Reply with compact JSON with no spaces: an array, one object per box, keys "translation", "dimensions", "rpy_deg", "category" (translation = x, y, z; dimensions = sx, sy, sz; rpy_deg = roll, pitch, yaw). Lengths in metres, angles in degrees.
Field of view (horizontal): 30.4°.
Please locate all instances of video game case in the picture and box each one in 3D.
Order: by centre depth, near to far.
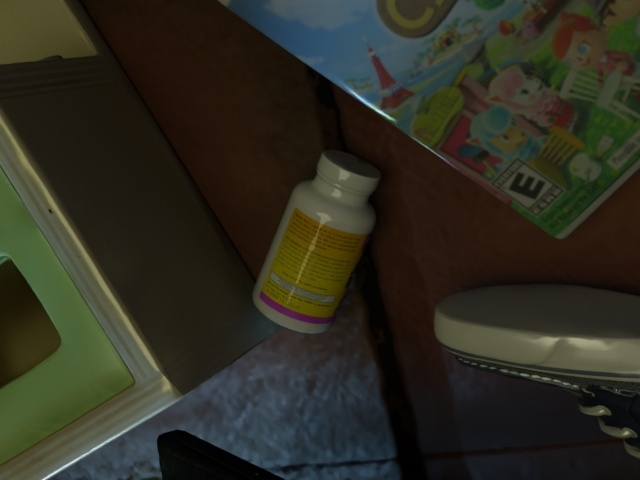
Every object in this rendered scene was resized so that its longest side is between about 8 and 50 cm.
[{"translation":[0.091,-0.121,0.463],"dimensions":[0.193,0.023,0.212],"rpy_deg":[34,125,-11],"category":"video game case"}]

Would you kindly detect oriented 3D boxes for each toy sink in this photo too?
[{"translation":[-0.159,-0.005,0.579],"dimensions":[0.153,0.131,0.234],"rpy_deg":[-31,89,23],"category":"toy sink"}]

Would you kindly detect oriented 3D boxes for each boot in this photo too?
[{"translation":[0.142,0.072,0.517],"dimensions":[0.190,0.069,0.086],"rpy_deg":[6,109,18],"category":"boot"}]

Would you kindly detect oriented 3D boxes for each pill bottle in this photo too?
[{"translation":[0.000,0.000,0.567],"dimensions":[0.043,0.043,0.083],"rpy_deg":[27,110,13],"category":"pill bottle"}]

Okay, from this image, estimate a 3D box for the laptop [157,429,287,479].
[{"translation":[0.157,0.272,0.555],"dimensions":[0.408,0.236,0.381],"rpy_deg":[14,117,47],"category":"laptop"}]
